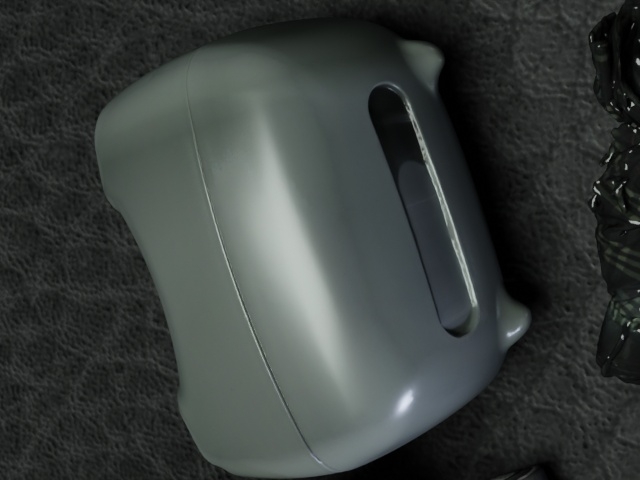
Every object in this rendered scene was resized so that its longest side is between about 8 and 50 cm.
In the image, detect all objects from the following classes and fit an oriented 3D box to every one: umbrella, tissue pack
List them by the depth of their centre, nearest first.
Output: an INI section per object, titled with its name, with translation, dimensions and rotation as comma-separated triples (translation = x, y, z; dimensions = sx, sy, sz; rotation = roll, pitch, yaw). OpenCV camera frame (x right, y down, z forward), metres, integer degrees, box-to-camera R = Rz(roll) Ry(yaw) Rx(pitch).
[umbrella]
translation = 0.259, -0.062, 1.281
dimensions = 0.128, 0.154, 0.336
rotation = -123, 25, -53
[tissue pack]
translation = 0.000, 0.000, 1.381
dimensions = 0.236, 0.229, 0.333
rotation = -17, 93, 36

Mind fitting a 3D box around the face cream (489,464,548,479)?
[face cream]
translation = 0.197, 0.315, 1.438
dimensions = 0.073, 0.073, 0.283
rotation = -25, 89, 34
